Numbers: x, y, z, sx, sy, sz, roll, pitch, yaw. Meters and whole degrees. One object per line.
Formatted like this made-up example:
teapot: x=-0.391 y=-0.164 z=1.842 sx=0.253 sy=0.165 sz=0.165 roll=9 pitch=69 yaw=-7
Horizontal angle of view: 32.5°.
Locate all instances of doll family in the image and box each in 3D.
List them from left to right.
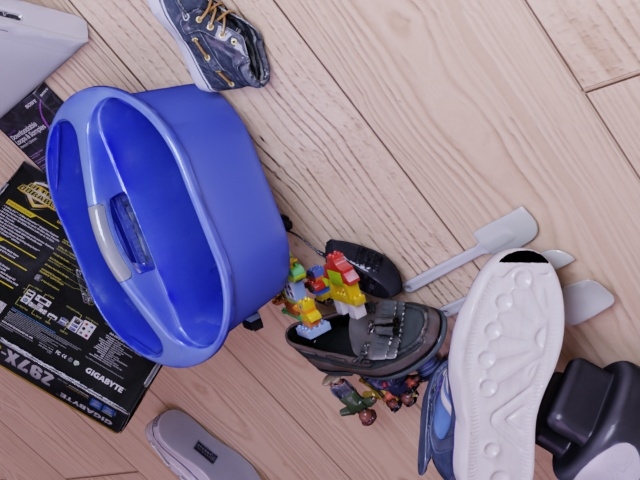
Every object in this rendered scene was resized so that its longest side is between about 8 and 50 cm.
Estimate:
doll family: x=0.101 y=0.194 z=1.509 sx=0.193 sy=0.076 sz=0.111 roll=-26 pitch=112 yaw=43

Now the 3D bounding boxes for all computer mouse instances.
computer mouse: x=0.000 y=0.000 z=1.390 sx=0.242 sy=0.041 sz=0.071 roll=30 pitch=160 yaw=6

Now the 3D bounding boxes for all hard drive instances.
hard drive: x=-0.448 y=-0.206 z=1.328 sx=0.203 sy=0.040 sz=0.307 roll=8 pitch=155 yaw=-42

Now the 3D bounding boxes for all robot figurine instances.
robot figurine: x=0.393 y=0.252 z=1.319 sx=0.278 sy=0.209 sz=0.174 roll=30 pitch=101 yaw=0

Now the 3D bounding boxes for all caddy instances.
caddy: x=-0.192 y=-0.022 z=1.287 sx=0.241 sy=0.179 sz=0.341 roll=-16 pitch=98 yaw=41

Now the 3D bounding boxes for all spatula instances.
spatula: x=0.218 y=0.061 z=1.332 sx=0.168 sy=0.019 sz=0.242 roll=39 pitch=140 yaw=-14

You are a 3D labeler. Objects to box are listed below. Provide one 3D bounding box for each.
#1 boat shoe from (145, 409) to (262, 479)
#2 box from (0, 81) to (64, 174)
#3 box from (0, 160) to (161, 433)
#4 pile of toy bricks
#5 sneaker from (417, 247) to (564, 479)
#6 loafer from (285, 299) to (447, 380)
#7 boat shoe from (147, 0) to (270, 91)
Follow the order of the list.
boat shoe: x=-0.198 y=0.394 z=1.910 sx=0.258 sy=0.095 sz=0.084 roll=49 pitch=143 yaw=-8
box: x=-0.346 y=-0.126 z=1.461 sx=0.116 sy=0.029 sz=0.162 roll=-21 pitch=119 yaw=44
box: x=-0.342 y=0.074 z=1.498 sx=0.322 sy=0.257 sz=0.079 roll=30 pitch=141 yaw=-3
pile of toy bricks: x=-0.044 y=0.047 z=1.377 sx=0.212 sy=0.118 sz=0.105 roll=13 pitch=124 yaw=59
sneaker: x=0.189 y=0.146 z=1.341 sx=0.130 sy=0.236 sz=0.323 roll=2 pitch=101 yaw=-11
loafer: x=0.050 y=0.127 z=1.417 sx=0.084 sy=0.096 sz=0.267 roll=26 pitch=155 yaw=-28
boat shoe: x=-0.118 y=-0.237 z=1.177 sx=0.083 sy=0.065 sz=0.183 roll=2 pitch=141 yaw=28
